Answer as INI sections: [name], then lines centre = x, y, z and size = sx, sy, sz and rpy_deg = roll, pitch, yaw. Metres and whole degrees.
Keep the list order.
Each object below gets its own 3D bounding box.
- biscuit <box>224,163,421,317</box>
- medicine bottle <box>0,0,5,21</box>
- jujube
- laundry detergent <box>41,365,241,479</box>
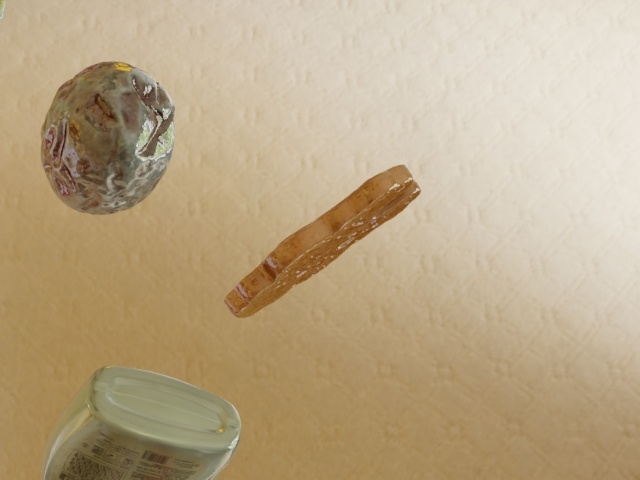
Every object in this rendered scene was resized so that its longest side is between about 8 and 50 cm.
[biscuit]
centre = 0.000, 0.000, 1.537
size = 0.334, 0.202, 0.047
rpy_deg = -38, 78, 9
[medicine bottle]
centre = -0.386, -0.357, 1.251
size = 0.074, 0.218, 0.074
rpy_deg = 20, 40, -17
[jujube]
centre = -0.372, -0.178, 1.838
size = 0.215, 0.308, 0.246
rpy_deg = 9, 56, -19
[laundry detergent]
centre = -0.233, 0.287, 1.288
size = 0.215, 0.280, 0.105
rpy_deg = 18, 35, -17
